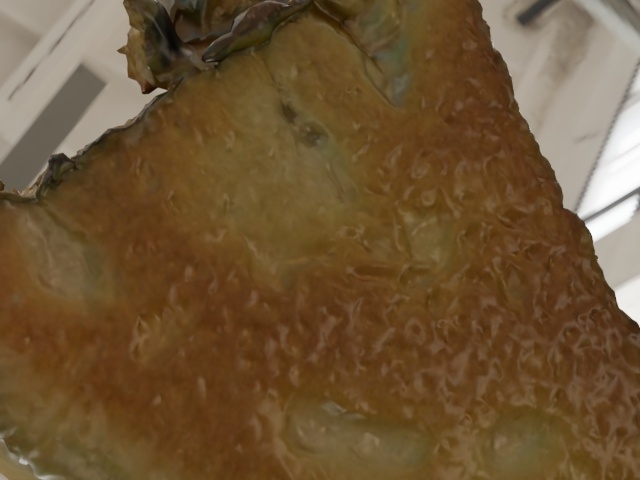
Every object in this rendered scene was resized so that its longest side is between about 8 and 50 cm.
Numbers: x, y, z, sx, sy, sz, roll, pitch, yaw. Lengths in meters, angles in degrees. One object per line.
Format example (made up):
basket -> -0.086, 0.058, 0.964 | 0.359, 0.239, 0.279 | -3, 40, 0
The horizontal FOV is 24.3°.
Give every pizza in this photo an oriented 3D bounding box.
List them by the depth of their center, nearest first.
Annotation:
pizza -> 0.000, 0.000, 0.489 | 0.290, 0.081, 0.228 | 13, -100, -24
